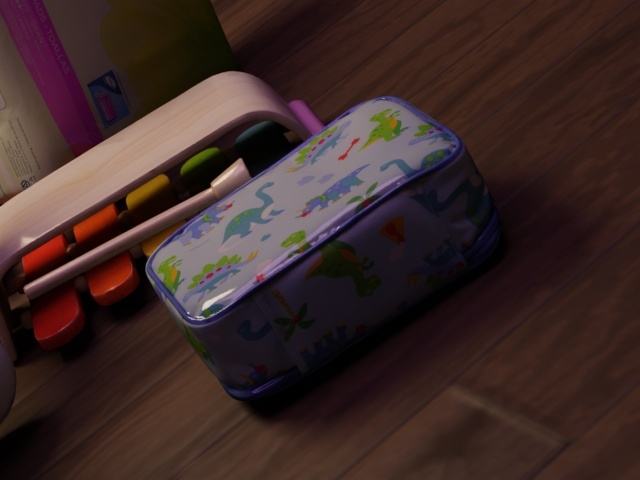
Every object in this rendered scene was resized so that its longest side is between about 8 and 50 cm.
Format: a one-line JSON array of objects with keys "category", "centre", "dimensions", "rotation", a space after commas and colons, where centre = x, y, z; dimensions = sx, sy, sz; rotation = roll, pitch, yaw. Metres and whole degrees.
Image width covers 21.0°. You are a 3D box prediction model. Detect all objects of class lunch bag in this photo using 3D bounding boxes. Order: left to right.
[{"category": "lunch bag", "centre": [0.000, 0.000, 1.140], "dimensions": [0.219, 0.090, 0.176], "rotation": [-35, 26, -7]}]

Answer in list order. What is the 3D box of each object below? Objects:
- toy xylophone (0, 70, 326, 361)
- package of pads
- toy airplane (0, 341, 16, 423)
[{"category": "toy xylophone", "centre": [-0.139, -0.019, 1.342], "dimensions": [0.322, 0.081, 0.236], "rotation": [-28, 25, 7]}, {"category": "package of pads", "centre": [-0.223, -0.196, 1.529], "dimensions": [0.101, 0.229, 0.296], "rotation": [-13, 17, 37]}, {"category": "toy airplane", "centre": [-0.331, 0.057, 1.169], "dimensions": [0.384, 0.272, 0.386], "rotation": [-171, 96, -71]}]
